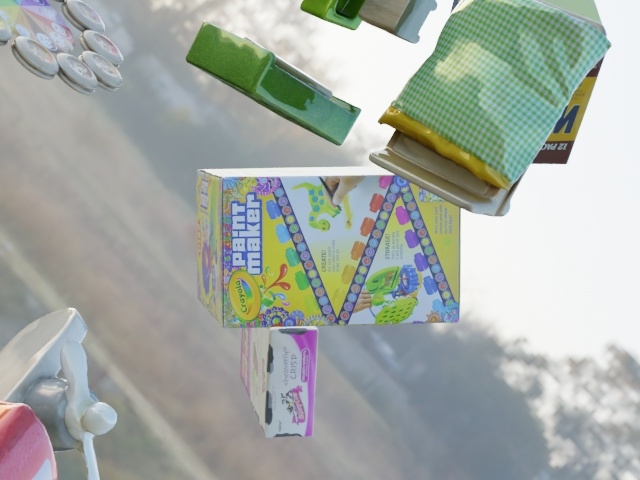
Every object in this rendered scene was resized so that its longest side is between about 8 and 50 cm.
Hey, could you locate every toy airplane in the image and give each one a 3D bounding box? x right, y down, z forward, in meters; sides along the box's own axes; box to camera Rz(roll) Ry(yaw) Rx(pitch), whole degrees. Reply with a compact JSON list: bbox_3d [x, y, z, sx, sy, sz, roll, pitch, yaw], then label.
[{"bbox_3d":[-0.328,0.234,1.238,0.272,0.386,0.384,44,5,-12],"label":"toy airplane"}]

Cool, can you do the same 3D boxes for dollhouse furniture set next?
[{"bbox_3d":[0.065,-0.169,1.383,0.301,0.197,0.151,29,1,40],"label":"dollhouse furniture set"}]

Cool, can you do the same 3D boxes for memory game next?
[{"bbox_3d":[-0.214,-0.171,1.136,0.186,0.012,0.186,38,20,-16],"label":"memory game"}]

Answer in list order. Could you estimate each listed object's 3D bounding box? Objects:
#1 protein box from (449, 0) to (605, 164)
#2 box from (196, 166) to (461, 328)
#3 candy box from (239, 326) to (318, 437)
[{"bbox_3d":[0.242,-0.232,1.933,0.201,0.136,0.200,101,-14,-48],"label":"protein box"},{"bbox_3d":[0.000,0.000,1.923,0.290,0.279,0.177,-155,-115,-80],"label":"box"},{"bbox_3d":[-0.061,0.160,2.226,0.233,0.071,0.159,-123,-146,-70],"label":"candy box"}]
